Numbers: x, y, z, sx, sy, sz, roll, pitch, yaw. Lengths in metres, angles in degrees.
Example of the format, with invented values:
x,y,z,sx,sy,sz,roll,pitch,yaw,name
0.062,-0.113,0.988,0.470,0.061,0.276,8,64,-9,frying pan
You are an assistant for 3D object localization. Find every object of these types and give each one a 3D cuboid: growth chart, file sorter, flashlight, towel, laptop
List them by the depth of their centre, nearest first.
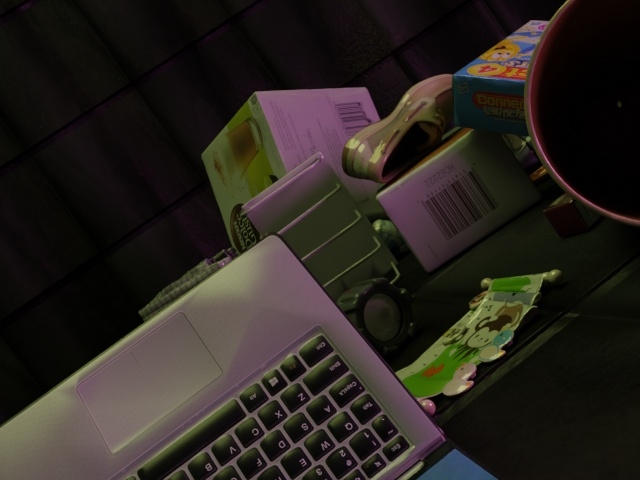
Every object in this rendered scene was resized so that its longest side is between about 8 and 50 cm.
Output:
x,y,z,sx,sy,sz,roll,pitch,yaw,name
-0.098,0.184,0.505,0.382,0.408,0.236,-36,-30,-9,laptop
0.153,0.104,0.794,0.237,0.021,0.172,-38,6,-24,growth chart
0.010,0.124,1.071,0.304,0.103,0.103,-20,49,58,flashlight
0.000,0.000,1.436,0.193,0.278,0.173,-35,6,4,file sorter
-0.219,0.168,1.604,0.283,0.235,0.121,-33,-1,32,towel

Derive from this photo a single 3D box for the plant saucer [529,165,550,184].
x,y,z,sx,sy,sz,roll,pitch,yaw,name
0.407,-0.123,1.370,0.083,0.013,0.083,-34,4,3,plant saucer

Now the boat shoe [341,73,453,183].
x,y,z,sx,sy,sz,roll,pitch,yaw,name
0.171,-0.193,1.337,0.302,0.109,0.098,-37,45,-28,boat shoe

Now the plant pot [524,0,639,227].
x,y,z,sx,sy,sz,roll,pitch,yaw,name
0.332,-0.127,0.769,0.237,0.237,0.254,-34,-10,14,plant pot

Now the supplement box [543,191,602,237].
x,y,z,sx,sy,sz,roll,pitch,yaw,name
0.327,-0.047,0.934,0.083,0.043,0.055,-36,4,-24,supplement box

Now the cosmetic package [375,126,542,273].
x,y,z,sx,sy,sz,roll,pitch,yaw,name
0.242,-0.101,1.434,0.230,0.161,0.453,-35,3,9,cosmetic package

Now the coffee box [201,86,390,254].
x,y,z,sx,sy,sz,roll,pitch,yaw,name
-0.042,-0.149,1.881,0.338,0.338,0.334,-11,-15,-37,coffee box

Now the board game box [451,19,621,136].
x,y,z,sx,sy,sz,roll,pitch,yaw,name
0.410,-0.252,1.178,0.308,0.086,0.302,14,37,33,board game box

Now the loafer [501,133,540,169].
x,y,z,sx,sy,sz,roll,pitch,yaw,name
0.411,-0.192,1.617,0.084,0.096,0.267,-41,5,10,loafer

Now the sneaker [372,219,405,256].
x,y,z,sx,sy,sz,roll,pitch,yaw,name
0.119,0.028,1.661,0.237,0.086,0.085,127,165,-63,sneaker
